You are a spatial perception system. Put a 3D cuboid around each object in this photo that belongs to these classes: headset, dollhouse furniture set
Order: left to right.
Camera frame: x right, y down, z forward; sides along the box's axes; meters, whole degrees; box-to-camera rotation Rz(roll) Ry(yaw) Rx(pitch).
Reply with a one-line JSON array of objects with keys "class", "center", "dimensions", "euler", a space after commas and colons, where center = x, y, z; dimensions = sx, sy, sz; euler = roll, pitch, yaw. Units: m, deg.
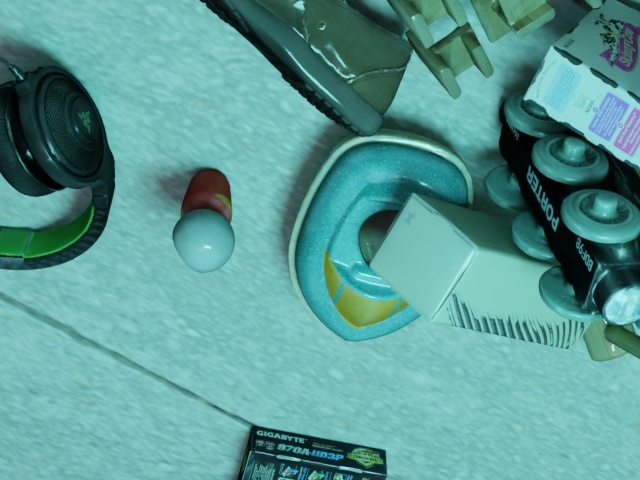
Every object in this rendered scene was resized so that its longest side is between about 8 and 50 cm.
[{"class": "headset", "center": [-0.340, -0.138, 1.561], "dimensions": [0.243, 0.185, 0.394], "euler": [4, 137, 2]}, {"class": "dollhouse furniture set", "center": [0.145, -0.304, 1.432], "dimensions": [0.212, 0.161, 0.242], "euler": [-33, 135, 1]}]

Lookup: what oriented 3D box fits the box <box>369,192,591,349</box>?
[{"class": "box", "center": [0.186, 0.037, 1.574], "dimensions": [0.275, 0.113, 0.094], "euler": [14, 113, -48]}]

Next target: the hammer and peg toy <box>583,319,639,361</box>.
[{"class": "hammer and peg toy", "center": [0.471, 0.100, 1.610], "dimensions": [0.361, 0.266, 0.127], "euler": [-19, 101, 10]}]

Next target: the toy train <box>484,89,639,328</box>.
[{"class": "toy train", "center": [0.290, -0.043, 1.492], "dimensions": [0.190, 0.334, 0.142], "euler": [-2, 128, -14]}]

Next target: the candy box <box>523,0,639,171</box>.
[{"class": "candy box", "center": [0.324, -0.143, 1.469], "dimensions": [0.196, 0.165, 0.070], "euler": [33, 130, 13]}]

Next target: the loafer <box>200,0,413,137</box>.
[{"class": "loafer", "center": [-0.042, -0.260, 1.482], "dimensions": [0.130, 0.134, 0.366], "euler": [-50, 122, -4]}]

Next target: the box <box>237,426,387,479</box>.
[{"class": "box", "center": [-0.026, 0.347, 1.888], "dimensions": [0.175, 0.051, 0.220], "euler": [11, 121, -7]}]

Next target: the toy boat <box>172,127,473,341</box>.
[{"class": "toy boat", "center": [0.000, 0.000, 1.614], "dimensions": [0.318, 0.148, 0.268], "euler": [9, 122, -6]}]
